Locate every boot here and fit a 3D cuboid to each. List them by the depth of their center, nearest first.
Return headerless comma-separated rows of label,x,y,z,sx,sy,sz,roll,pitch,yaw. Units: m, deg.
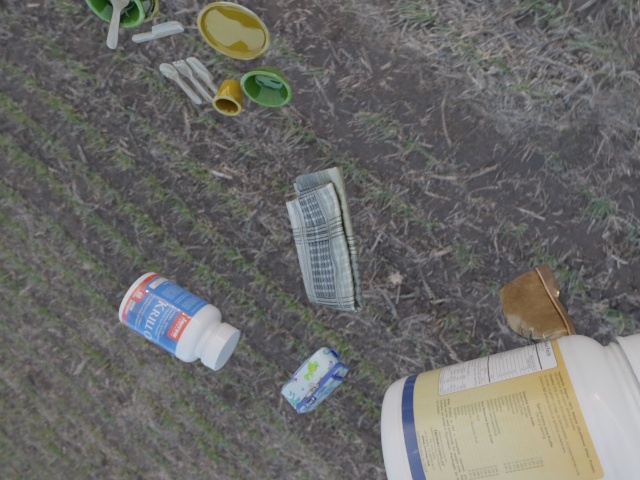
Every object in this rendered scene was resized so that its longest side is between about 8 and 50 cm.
boot,0.424,0.179,1.032,0.115,0.305,0.112,-24,126,16

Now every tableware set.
tableware set,-0.087,-0.132,0.356,0.104,0.024,0.154,-1,153,27

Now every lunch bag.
lunch bag,-0.008,0.370,1.475,0.090,0.176,0.219,42,173,17

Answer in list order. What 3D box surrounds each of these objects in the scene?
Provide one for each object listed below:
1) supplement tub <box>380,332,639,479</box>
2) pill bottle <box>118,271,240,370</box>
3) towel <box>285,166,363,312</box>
supplement tub,0.255,0.245,0.663,0.316,0.228,0.228,-20,106,20
pill bottle,-0.277,0.165,1.109,0.221,0.124,0.124,27,126,12
towel,0.000,0.000,1.284,0.312,0.056,0.324,177,84,-71
